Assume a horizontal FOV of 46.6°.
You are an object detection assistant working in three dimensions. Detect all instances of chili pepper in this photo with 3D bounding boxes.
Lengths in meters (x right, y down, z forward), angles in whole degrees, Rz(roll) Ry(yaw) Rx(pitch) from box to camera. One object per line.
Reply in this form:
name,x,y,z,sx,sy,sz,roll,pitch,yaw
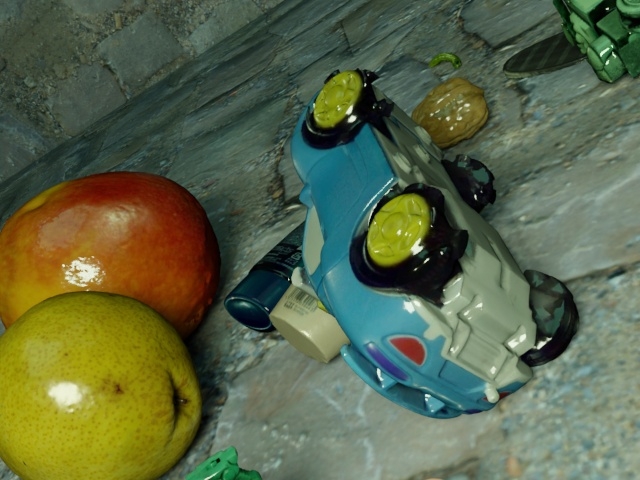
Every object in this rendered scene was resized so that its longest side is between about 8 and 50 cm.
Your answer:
chili pepper,0.196,-0.280,1.160,0.030,0.017,0.083,-39,26,-3

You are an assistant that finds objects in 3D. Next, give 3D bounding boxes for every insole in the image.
insole,0.368,-0.259,0.922,0.309,0.012,0.110,-7,37,47

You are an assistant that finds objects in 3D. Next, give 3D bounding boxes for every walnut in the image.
walnut,0.164,-0.159,0.930,0.096,0.082,0.079,-35,57,14

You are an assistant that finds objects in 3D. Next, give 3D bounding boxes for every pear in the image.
pear,-0.215,0.152,0.723,0.209,0.209,0.209,-28,27,16

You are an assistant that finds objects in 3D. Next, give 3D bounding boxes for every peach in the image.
peach,-0.258,0.045,0.924,0.281,0.281,0.238,-50,-14,-27

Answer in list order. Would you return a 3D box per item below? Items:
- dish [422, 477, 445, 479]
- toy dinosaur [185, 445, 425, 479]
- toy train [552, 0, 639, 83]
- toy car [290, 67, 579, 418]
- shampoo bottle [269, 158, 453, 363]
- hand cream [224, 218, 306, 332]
dish,0.015,0.254,0.398,0.234,0.064,0.154,-33,40,3
toy dinosaur,-0.044,0.210,0.499,0.259,0.153,0.094,-31,26,-11
toy train,0.392,-0.284,0.795,0.269,0.115,0.154,-37,39,16
toy car,0.061,-0.002,0.613,0.166,0.198,0.314,-40,43,20
shampoo bottle,0.060,0.009,0.763,0.257,0.078,0.127,-47,37,-19
hand cream,0.000,0.000,0.890,0.120,0.061,0.270,-1,38,48
